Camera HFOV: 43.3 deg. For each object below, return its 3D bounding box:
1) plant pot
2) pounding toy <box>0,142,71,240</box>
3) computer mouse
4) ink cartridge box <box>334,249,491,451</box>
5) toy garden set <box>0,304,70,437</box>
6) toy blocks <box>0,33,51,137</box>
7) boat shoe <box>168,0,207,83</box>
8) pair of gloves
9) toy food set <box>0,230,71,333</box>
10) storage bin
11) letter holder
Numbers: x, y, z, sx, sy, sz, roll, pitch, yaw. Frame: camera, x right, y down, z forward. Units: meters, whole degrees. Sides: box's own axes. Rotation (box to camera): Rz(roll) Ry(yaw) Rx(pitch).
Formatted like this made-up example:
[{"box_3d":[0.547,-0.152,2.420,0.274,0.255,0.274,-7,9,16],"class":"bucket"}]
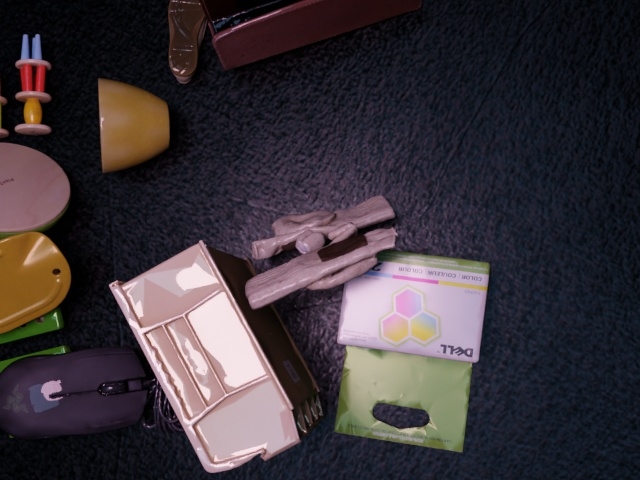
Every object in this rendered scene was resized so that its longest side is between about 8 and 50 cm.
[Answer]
[{"box_3d":[-0.267,-0.164,1.157,0.095,0.134,0.134,-2,84,-15],"class":"plant pot"},{"box_3d":[-0.490,-0.043,1.172,0.237,0.110,0.183,-2,48,-26],"class":"pounding toy"},{"box_3d":[-0.325,0.200,1.115,0.272,0.072,0.188,-11,84,-9],"class":"computer mouse"},{"box_3d":[0.118,0.147,1.077,0.189,0.097,0.255,7,85,9],"class":"ink cartridge box"},{"box_3d":[-0.466,0.166,1.188,0.204,0.049,0.244,-15,84,5],"class":"toy garden set"},{"box_3d":[-0.467,-0.234,1.219,0.123,0.054,0.148,-3,84,8],"class":"toy blocks"},{"box_3d":[-0.197,-0.311,1.194,0.056,0.048,0.153,3,82,-8],"class":"boat shoe"},{"box_3d":[0.000,0.000,1.045,0.204,0.240,0.042,-17,109,6],"class":"pair of gloves"},{"box_3d":[-0.458,0.059,1.127,0.218,0.071,0.128,-25,120,-6],"class":"toy food set"},{"box_3d":[-0.112,0.147,1.028,0.123,0.262,0.260,-29,81,3],"class":"storage bin"},{"box_3d":[-0.022,-0.372,1.068,0.302,0.214,0.152,-18,82,-1],"class":"letter holder"}]
